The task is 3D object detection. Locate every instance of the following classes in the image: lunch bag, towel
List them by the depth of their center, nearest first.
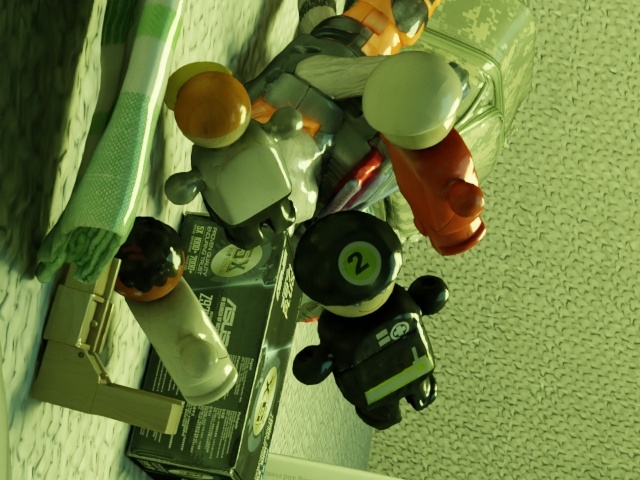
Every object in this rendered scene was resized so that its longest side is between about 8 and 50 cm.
[{"bbox_3d":[-0.073,-0.146,0.688,0.248,0.038,0.324,151,-48,-75],"label":"towel"},{"bbox_3d":[0.115,-0.153,1.828,0.256,0.213,0.305,-61,168,-13],"label":"lunch bag"}]

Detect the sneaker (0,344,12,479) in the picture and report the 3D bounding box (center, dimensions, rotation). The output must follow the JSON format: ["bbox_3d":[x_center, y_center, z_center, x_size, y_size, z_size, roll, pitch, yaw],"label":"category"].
[{"bbox_3d":[-0.141,0.139,0.511,0.115,0.105,0.281,56,44,-80],"label":"sneaker"}]

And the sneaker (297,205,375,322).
[{"bbox_3d":[0.000,0.000,1.612,0.262,0.104,0.125,-73,154,-69],"label":"sneaker"}]

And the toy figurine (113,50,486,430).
[{"bbox_3d":[-0.015,-0.009,0.922,0.148,0.210,0.213,69,34,-45],"label":"toy figurine"}]

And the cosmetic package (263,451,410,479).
[{"bbox_3d":[-0.028,0.386,1.349,0.156,0.217,0.385,64,38,-78],"label":"cosmetic package"}]

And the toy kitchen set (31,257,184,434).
[{"bbox_3d":[-0.102,0.055,0.828,0.068,0.075,0.083,59,45,-81],"label":"toy kitchen set"}]

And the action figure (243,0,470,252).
[{"bbox_3d":[-0.008,-0.101,1.284,0.341,0.178,0.330,-50,-173,40],"label":"action figure"}]

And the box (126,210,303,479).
[{"bbox_3d":[-0.071,0.089,1.122,0.147,0.078,0.180,77,24,-71],"label":"box"}]
